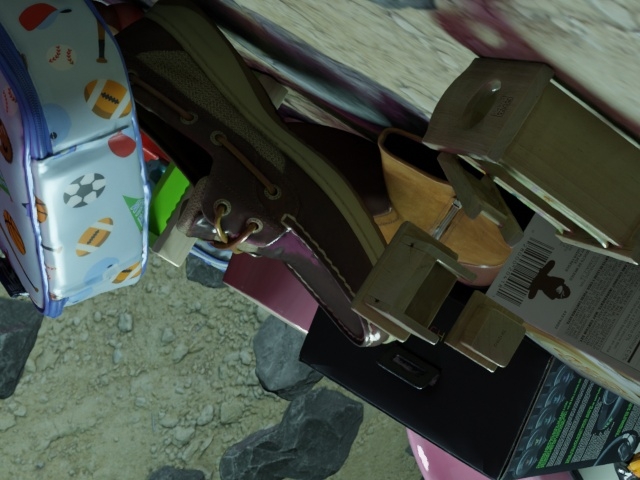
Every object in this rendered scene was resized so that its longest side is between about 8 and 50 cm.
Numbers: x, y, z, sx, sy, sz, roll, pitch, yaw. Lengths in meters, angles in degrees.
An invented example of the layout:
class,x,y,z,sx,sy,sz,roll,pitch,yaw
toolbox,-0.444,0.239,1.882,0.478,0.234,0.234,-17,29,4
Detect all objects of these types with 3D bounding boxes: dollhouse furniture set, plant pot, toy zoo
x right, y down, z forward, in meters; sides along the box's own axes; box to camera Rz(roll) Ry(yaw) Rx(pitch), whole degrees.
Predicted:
class,x,y,z,sx,sy,sz,roll,pitch,yaw
dollhouse furniture set,0.127,0.015,0.968,0.182,0.161,0.101,34,176,-20
plant pot,0.000,0.000,1.781,0.201,0.180,0.201,33,176,2
toy zoo,-0.160,-0.100,1.680,0.030,0.192,0.293,34,175,-34

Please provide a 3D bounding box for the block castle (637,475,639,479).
class,x,y,z,sx,sy,sz,roll,pitch,yaw
block castle,0.390,0.283,1.319,0.453,0.303,0.213,31,-178,28

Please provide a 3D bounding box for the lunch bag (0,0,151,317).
class,x,y,z,sx,sy,sz,roll,pitch,yaw
lunch bag,-0.239,-0.094,1.417,0.243,0.115,0.303,52,153,29

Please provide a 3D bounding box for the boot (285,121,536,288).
class,x,y,z,sx,sy,sz,roll,pitch,yaw
boot,0.052,-0.042,1.436,0.264,0.096,0.280,34,175,6

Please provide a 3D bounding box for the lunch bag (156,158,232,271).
class,x,y,z,sx,sy,sz,roll,pitch,yaw
lunch bag,-0.130,-0.072,1.952,0.219,0.176,0.090,30,176,14

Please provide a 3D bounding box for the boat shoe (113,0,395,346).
class,x,y,z,sx,sy,sz,roll,pitch,yaw
boat shoe,-0.066,-0.038,1.412,0.342,0.123,0.123,53,160,4

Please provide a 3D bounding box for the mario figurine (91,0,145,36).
class,x,y,z,sx,sy,sz,roll,pitch,yaw
mario figurine,-0.290,-0.195,1.589,0.320,0.170,0.198,42,-154,-26

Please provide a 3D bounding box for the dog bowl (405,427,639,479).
class,x,y,z,sx,sy,sz,roll,pitch,yaw
dog bowl,0.263,0.287,2.214,0.408,0.150,0.408,46,155,29

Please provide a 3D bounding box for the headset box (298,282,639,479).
class,x,y,z,sx,sy,sz,roll,pitch,yaw
headset box,0.157,0.106,1.635,0.246,0.131,0.283,30,-165,31

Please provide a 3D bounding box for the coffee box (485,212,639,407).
class,x,y,z,sx,sy,sz,roll,pitch,yaw
coffee box,0.249,0.071,1.192,0.141,0.098,0.246,35,176,-40

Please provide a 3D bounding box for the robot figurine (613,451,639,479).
class,x,y,z,sx,sy,sz,roll,pitch,yaw
robot figurine,0.437,0.253,1.744,0.291,0.085,0.211,38,135,8
